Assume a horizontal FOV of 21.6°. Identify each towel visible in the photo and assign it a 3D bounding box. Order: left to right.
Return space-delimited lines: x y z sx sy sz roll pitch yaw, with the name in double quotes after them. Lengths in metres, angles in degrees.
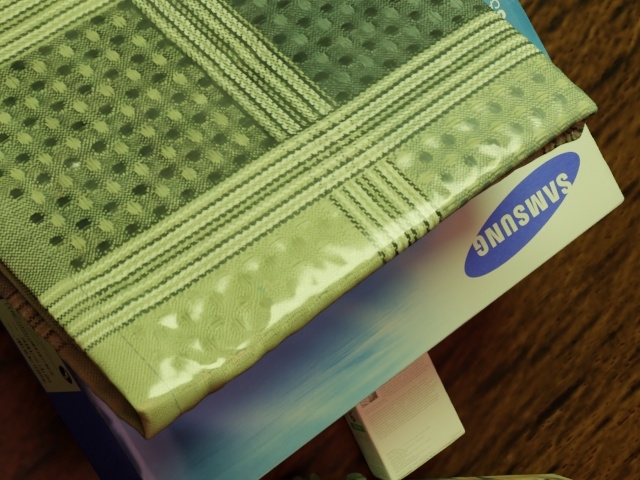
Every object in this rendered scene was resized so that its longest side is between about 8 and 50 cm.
-0.067 -0.080 0.894 0.324 0.056 0.312 -33 65 -25 "towel"

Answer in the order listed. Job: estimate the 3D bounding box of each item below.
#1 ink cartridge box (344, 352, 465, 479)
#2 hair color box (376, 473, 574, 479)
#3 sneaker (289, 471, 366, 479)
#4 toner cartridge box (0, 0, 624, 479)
0.041 0.092 1.082 0.063 0.029 0.115 -32 107 -22 "ink cartridge box"
0.108 0.186 1.089 0.167 0.093 0.053 3 93 -29 "hair color box"
-0.058 0.258 1.004 0.276 0.097 0.135 -40 110 -17 "sneaker"
0.000 0.000 0.957 0.348 0.075 0.165 -36 103 -23 "toner cartridge box"
